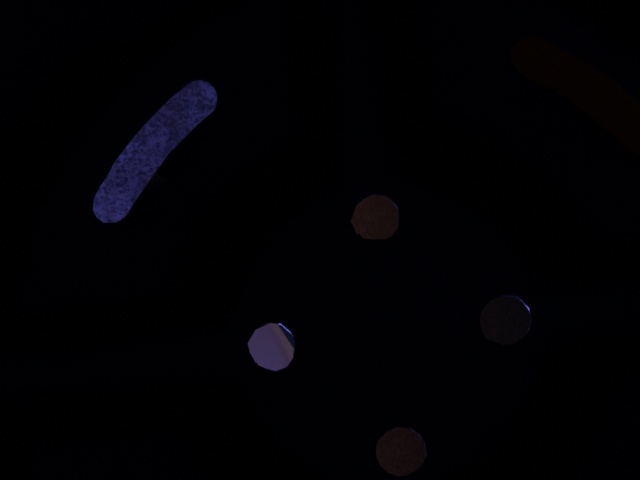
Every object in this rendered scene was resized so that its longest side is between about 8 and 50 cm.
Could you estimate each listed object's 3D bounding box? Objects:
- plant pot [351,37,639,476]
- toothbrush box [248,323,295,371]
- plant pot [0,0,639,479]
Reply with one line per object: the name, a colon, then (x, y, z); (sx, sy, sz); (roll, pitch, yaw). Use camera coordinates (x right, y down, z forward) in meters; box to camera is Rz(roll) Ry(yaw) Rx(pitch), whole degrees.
plant pot: (0.088, 0.056, 0.691); (0.237, 0.237, 0.254); (-41, -33, -67)
toothbrush box: (0.055, 0.093, 0.940); (0.295, 0.126, 0.216); (-6, -40, -35)
plant pot: (0.000, 0.000, 0.376); (0.341, 0.341, 0.334); (-56, -11, -4)
